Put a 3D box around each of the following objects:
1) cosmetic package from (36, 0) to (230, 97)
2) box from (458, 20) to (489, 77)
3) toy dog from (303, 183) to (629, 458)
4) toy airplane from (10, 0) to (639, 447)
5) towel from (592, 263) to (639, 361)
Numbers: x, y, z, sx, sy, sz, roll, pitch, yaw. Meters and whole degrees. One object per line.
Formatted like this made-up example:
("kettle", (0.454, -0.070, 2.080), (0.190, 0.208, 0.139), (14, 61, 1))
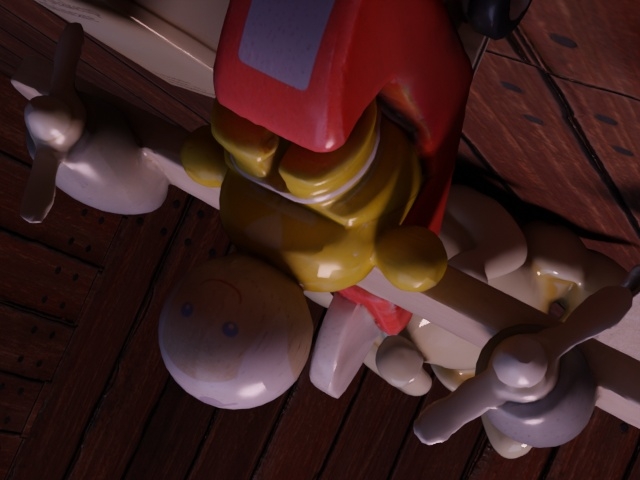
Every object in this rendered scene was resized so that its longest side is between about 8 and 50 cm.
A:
("cosmetic package", (-0.145, -0.212, 0.926), (0.160, 0.113, 0.309), (21, 176, 43))
("box", (0.052, -0.126, 1.002), (0.113, 0.094, 0.275), (23, 175, 1))
("toy dog", (0.127, 0.014, 1.538), (0.408, 0.284, 0.395), (24, -147, -26))
("toy airplane", (0.000, 0.000, 0.767), (0.384, 0.272, 0.386), (50, 149, -20))
("towel", (0.387, 0.065, 1.165), (0.187, 0.049, 0.282), (26, 149, -5))
